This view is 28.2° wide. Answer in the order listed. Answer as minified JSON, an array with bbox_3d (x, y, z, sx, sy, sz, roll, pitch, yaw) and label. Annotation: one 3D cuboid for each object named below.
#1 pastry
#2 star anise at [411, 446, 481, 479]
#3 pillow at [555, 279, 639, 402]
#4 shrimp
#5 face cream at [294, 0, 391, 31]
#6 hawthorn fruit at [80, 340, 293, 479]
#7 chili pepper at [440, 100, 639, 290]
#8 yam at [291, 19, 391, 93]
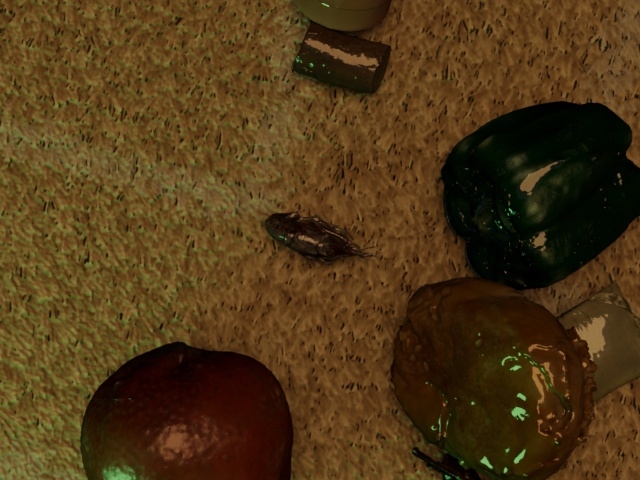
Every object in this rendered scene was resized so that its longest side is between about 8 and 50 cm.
[{"bbox_3d":[0.234,0.182,1.661,0.162,0.311,0.255,-5,117,-39],"label":"pastry"},{"bbox_3d":[0.219,0.385,1.696,0.220,0.126,0.190,8,84,-3],"label":"star anise"},{"bbox_3d":[0.360,0.158,1.760,0.181,0.078,0.134,-28,81,-4],"label":"pillow"},{"bbox_3d":[0.000,0.000,1.791,0.165,0.065,0.056,18,112,-3],"label":"shrimp"},{"bbox_3d":[0.038,-0.385,1.807,0.149,0.104,0.149,6,53,-9],"label":"face cream"},{"bbox_3d":[-0.160,0.274,1.635,0.295,0.295,0.311,-25,116,-5],"label":"hawthorn fruit"},{"bbox_3d":[0.306,-0.068,1.729,0.257,0.248,0.233,-29,109,-11],"label":"chili pepper"},{"bbox_3d":[0.030,-0.261,1.826,0.127,0.084,0.084,18,80,5],"label":"yam"}]
